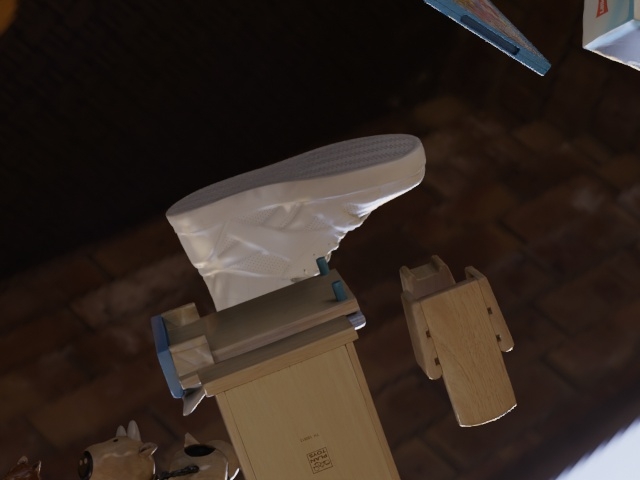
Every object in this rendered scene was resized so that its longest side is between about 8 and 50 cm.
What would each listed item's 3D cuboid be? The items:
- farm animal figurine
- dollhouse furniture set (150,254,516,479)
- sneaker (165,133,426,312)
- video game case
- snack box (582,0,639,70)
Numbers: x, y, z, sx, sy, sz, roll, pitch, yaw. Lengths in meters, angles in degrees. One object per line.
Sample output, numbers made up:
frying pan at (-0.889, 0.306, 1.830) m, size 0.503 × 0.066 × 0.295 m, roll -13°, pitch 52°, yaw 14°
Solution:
farm animal figurine at (-0.166, 0.279, 1.808) m, size 0.327 × 0.330 × 0.172 m, roll 34°, pitch 56°, yaw -44°
dollhouse furniture set at (0.015, 0.139, 1.607) m, size 0.286 × 0.303 × 0.198 m, roll -21°, pitch 104°, yaw -6°
sneaker at (0.000, 0.000, 1.792) m, size 0.292 × 0.169 × 0.108 m, roll -15°, pitch -163°, yaw 28°
video game case at (0.121, -0.210, 1.518) m, size 0.166 × 0.119 × 0.015 m, roll 25°, pitch 111°, yaw -42°
snack box at (0.336, -0.181, 1.265) m, size 0.322 × 0.187 × 0.060 m, roll 17°, pitch 156°, yaw -27°
